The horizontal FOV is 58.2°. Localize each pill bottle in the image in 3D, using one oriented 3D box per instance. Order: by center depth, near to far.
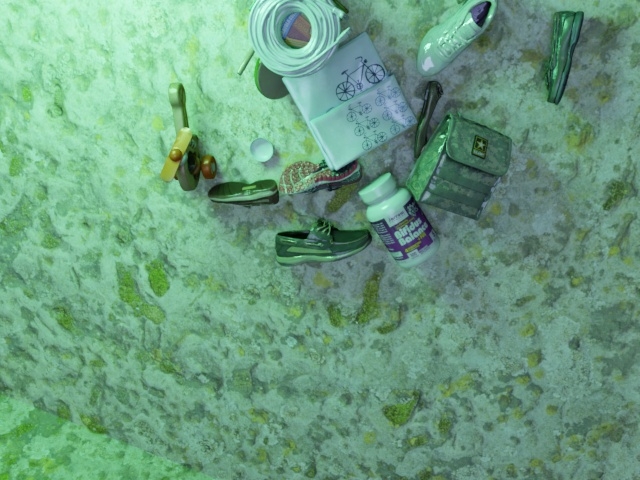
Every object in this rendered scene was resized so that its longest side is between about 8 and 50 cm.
[{"bbox_3d":[0.260,-0.070,1.929,0.169,0.169,0.302,-30,105,18],"label":"pill bottle"}]

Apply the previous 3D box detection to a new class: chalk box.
[{"bbox_3d":[-0.085,-0.704,1.709,0.289,0.179,0.180,38,112,-8],"label":"chalk box"}]

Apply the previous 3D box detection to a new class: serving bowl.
[{"bbox_3d":[-0.200,-0.314,1.969,0.083,0.027,0.083,3,112,7],"label":"serving bowl"}]

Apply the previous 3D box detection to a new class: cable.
[{"bbox_3d":[-0.068,-0.590,1.610,0.257,0.089,0.257,42,111,-8],"label":"cable"}]

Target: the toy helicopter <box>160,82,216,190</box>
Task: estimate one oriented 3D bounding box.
[{"bbox_3d":[-0.457,-0.333,1.886,0.140,0.235,0.355,-1,112,9],"label":"toy helicopter"}]

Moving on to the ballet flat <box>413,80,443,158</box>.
[{"bbox_3d":[0.344,-0.383,1.839,0.058,0.084,0.250,12,108,4],"label":"ballet flat"}]

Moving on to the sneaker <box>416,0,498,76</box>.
[{"bbox_3d":[0.397,-0.611,1.695,0.114,0.152,0.305,39,114,-11],"label":"sneaker"}]

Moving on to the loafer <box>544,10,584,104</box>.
[{"bbox_3d":[0.712,-0.547,1.721,0.084,0.096,0.268,17,108,23],"label":"loafer"}]

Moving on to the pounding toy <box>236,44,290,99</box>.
[{"bbox_3d":[-0.173,-0.558,1.801,0.110,0.237,0.183,36,97,34],"label":"pounding toy"}]

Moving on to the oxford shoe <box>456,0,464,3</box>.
[{"bbox_3d":[0.319,-0.824,1.636,0.348,0.123,0.130,41,117,-8],"label":"oxford shoe"}]

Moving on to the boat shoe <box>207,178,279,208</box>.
[{"bbox_3d":[-0.268,-0.148,2.017,0.257,0.095,0.095,-1,132,17],"label":"boat shoe"}]

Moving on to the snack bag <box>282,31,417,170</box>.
[{"bbox_3d":[0.096,-0.442,1.813,0.323,0.037,0.343,-29,102,-1],"label":"snack bag"}]

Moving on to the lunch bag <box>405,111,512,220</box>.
[{"bbox_3d":[0.447,-0.238,1.815,0.235,0.169,0.287,16,114,-18],"label":"lunch bag"}]

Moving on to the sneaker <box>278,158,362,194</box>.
[{"bbox_3d":[-0.004,-0.205,1.947,0.299,0.121,0.112,-9,154,22],"label":"sneaker"}]

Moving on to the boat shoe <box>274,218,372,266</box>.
[{"bbox_3d":[0.000,0.000,2.016,0.355,0.132,0.130,-11,111,11],"label":"boat shoe"}]
